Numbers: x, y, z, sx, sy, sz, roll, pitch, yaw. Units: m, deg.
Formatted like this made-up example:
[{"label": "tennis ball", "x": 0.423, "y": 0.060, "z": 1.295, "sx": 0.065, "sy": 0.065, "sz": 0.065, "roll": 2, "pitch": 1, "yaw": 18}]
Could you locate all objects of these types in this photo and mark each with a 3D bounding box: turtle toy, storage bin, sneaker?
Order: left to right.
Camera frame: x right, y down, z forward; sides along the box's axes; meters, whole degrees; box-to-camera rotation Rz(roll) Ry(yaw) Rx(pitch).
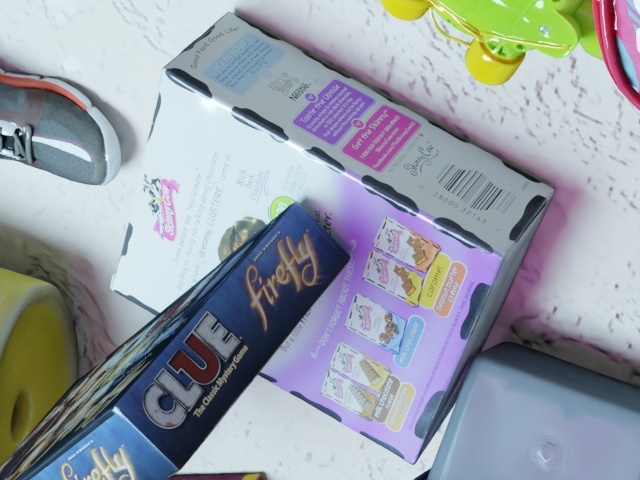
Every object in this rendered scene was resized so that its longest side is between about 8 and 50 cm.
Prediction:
[{"label": "sneaker", "x": -0.188, "y": -0.064, "z": 1.038, "sx": 0.158, "sy": 0.065, "sz": 0.061, "roll": 26, "pitch": 133, "yaw": 16}, {"label": "turtle toy", "x": 0.093, "y": -0.120, "z": 0.810, "sx": 0.130, "sy": 0.066, "sz": 0.095, "roll": 37, "pitch": 140, "yaw": 3}, {"label": "storage bin", "x": 0.126, "y": 0.112, "z": 0.953, "sx": 0.135, "sy": 0.098, "sz": 0.091, "roll": 20, "pitch": 103, "yaw": 21}]

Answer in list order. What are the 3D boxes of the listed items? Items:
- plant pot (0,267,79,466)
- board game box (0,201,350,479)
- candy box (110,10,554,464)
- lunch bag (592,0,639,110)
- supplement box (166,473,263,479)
[{"label": "plant pot", "x": -0.285, "y": 0.096, "z": 1.113, "sx": 0.239, "sy": 0.254, "sz": 0.254, "roll": 6, "pitch": 126, "yaw": 11}, {"label": "board game box", "x": -0.101, "y": 0.091, "z": 0.927, "sx": 0.042, "sy": 0.165, "sz": 0.243, "roll": 45, "pitch": 136, "yaw": -6}, {"label": "candy box", "x": 0.000, "y": 0.000, "z": 0.958, "sx": 0.196, "sy": 0.070, "sz": 0.164, "roll": 30, "pitch": 134, "yaw": 11}, {"label": "lunch bag", "x": 0.195, "y": -0.175, "z": 0.675, "sx": 0.258, "sy": 0.120, "sz": 0.293, "roll": 11, "pitch": 126, "yaw": 31}, {"label": "supplement box", "x": -0.109, "y": 0.215, "z": 1.181, "sx": 0.188, "sy": 0.081, "sz": 0.104, "roll": -6, "pitch": 119, "yaw": 36}]
